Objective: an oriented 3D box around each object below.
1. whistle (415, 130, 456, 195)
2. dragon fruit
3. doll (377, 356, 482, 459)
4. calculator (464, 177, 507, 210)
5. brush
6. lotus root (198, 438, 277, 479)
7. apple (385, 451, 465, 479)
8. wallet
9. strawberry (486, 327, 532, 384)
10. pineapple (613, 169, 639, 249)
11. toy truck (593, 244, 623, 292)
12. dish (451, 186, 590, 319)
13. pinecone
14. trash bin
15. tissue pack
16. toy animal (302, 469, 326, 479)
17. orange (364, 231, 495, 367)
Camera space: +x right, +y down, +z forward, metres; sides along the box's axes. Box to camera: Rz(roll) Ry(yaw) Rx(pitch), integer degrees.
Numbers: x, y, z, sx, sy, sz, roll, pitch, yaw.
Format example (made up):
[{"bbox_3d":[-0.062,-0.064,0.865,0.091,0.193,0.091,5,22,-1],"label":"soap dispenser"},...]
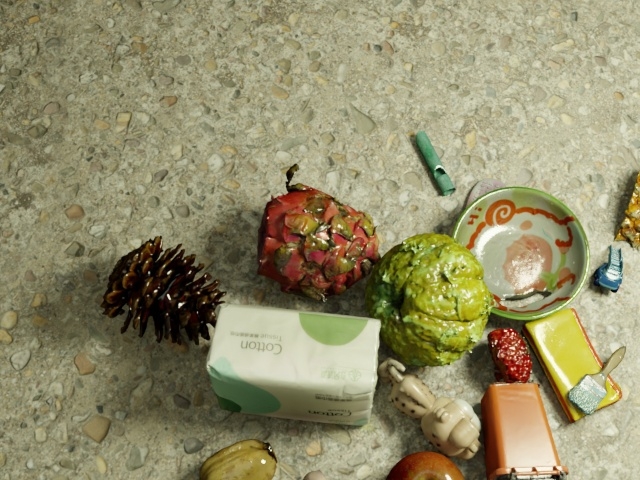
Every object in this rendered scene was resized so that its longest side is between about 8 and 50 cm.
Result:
[{"bbox_3d":[0.294,-0.201,2.054,0.039,0.039,0.186,-20,67,-7],"label":"whistle"},{"bbox_3d":[0.000,0.000,1.869,0.291,0.250,0.269,5,43,-9],"label":"dragon fruit"},{"bbox_3d":[0.239,0.364,1.742,0.119,0.154,0.278,-44,71,-12],"label":"doll"},{"bbox_3d":[0.421,-0.086,2.008,0.103,0.024,0.166,20,66,9],"label":"calculator"},{"bbox_3d":[0.630,0.304,1.778,0.070,0.021,0.196,43,67,11],"label":"brush"},{"bbox_3d":[-0.194,0.510,1.710,0.221,0.125,0.118,-30,103,-6],"label":"lotus root"},{"bbox_3d":[0.217,0.534,1.663,0.181,0.168,0.181,-2,70,5],"label":"apple"},{"bbox_3d":[0.576,0.283,1.824,0.141,0.067,0.241,-20,72,-12],"label":"wallet"},{"bbox_3d":[0.428,0.261,1.788,0.086,0.145,0.145,-11,66,6],"label":"strawberry"},{"bbox_3d":[0.796,-0.105,1.946,0.079,0.135,0.233,18,69,10],"label":"pineapple"},{"bbox_3d":[0.701,0.067,1.917,0.063,0.074,0.136,20,27,8],"label":"toy truck"},{"bbox_3d":[0.468,0.043,1.900,0.324,0.124,0.324,-1,73,3],"label":"dish"},{"bbox_3d":[-0.348,0.129,1.821,0.292,0.246,0.246,27,69,-3],"label":"pinecone"},{"bbox_3d":[0.425,0.428,1.699,0.161,0.184,0.239,-1,60,-3],"label":"trash bin"},{"bbox_3d":[-0.055,0.274,1.729,0.356,0.266,0.194,6,61,4],"label":"tissue pack"},{"bbox_3d":[-0.064,0.580,1.680,0.212,0.124,0.124,-30,69,-5],"label":"toy animal"},{"bbox_3d":[0.227,0.138,1.759,0.223,0.300,0.301,4,62,-44],"label":"orange"}]
